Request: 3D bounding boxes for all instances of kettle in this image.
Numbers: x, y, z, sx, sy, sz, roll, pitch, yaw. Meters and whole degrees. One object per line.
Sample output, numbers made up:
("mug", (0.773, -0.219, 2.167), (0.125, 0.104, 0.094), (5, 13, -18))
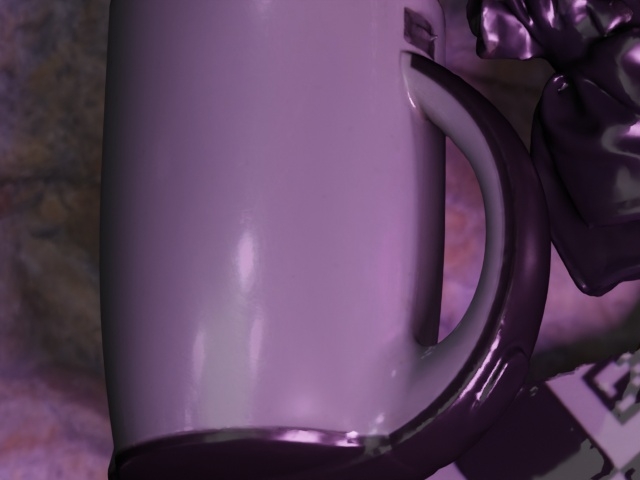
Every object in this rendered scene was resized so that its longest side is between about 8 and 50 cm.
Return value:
("kettle", (0.000, 0.000, 0.817), (0.221, 0.161, 0.236), (-10, 66, 31))

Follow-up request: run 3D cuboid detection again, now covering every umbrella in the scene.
("umbrella", (0.135, -0.076, 0.827), (0.272, 0.122, 0.110), (60, 148, 10))

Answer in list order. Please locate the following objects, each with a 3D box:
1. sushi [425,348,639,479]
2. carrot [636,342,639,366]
("sushi", (0.092, 0.218, 0.851), (0.292, 0.059, 0.294), (-17, 76, 19))
("carrot", (0.157, 0.062, 0.847), (0.032, 0.032, 0.093), (29, 103, 24))
